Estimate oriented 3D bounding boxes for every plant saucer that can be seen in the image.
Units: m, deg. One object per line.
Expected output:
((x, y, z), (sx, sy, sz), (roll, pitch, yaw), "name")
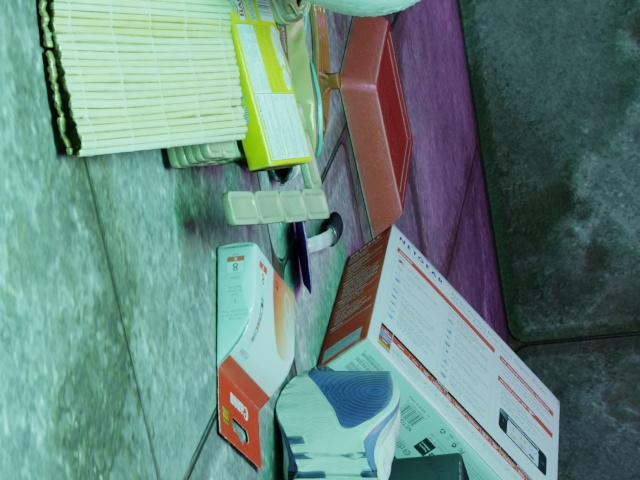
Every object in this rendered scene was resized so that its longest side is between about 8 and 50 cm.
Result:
((0.084, -0.172, 2.473), (0.259, 0.048, 0.258), (-77, 157, -56), "plant saucer")

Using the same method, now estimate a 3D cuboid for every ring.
((-0.021, -0.272, 2.060), (0.336, 0.032, 0.336), (-6, 90, -78), "ring")

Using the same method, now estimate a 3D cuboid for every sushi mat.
((-0.131, -0.146, 1.370), (0.316, 0.019, 0.151), (-15, 98, -70), "sushi mat")

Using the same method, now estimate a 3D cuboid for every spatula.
((0.000, 0.000, 2.013), (0.296, 0.030, 0.084), (-39, 123, -77), "spatula")

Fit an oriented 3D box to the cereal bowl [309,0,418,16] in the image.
((-0.041, -0.314, 1.523), (0.339, 0.141, 0.339), (40, 19, -17), "cereal bowl")

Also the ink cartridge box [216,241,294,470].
((-0.058, 0.109, 1.648), (0.145, 0.045, 0.179), (57, 26, -64), "ink cartridge box")

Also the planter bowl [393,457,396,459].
((0.114, 0.311, 2.195), (0.162, 0.109, 0.162), (-10, 90, -79), "planter bowl")

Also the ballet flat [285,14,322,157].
((-0.045, -0.191, 1.817), (0.080, 0.073, 0.232), (143, -56, -67), "ballet flat")

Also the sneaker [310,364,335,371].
((0.013, 0.206, 1.920), (0.058, 0.052, 0.135), (60, 27, -72), "sneaker")

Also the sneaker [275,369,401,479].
((0.014, 0.276, 1.765), (0.315, 0.127, 0.182), (-85, 177, -60), "sneaker")

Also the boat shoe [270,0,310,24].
((-0.030, -0.246, 1.702), (0.153, 0.048, 0.056), (38, 47, -71), "boat shoe")

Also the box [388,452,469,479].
((0.084, 0.381, 1.883), (0.143, 0.165, 0.270), (70, 18, -47), "box")

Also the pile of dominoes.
((-0.074, -0.106, 1.593), (0.251, 0.040, 0.196), (-5, 80, -70), "pile of dominoes")

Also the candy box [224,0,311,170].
((-0.061, -0.164, 1.568), (0.105, 0.027, 0.206), (-12, 86, -67), "candy box")

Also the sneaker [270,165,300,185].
((-0.041, -0.105, 1.853), (0.069, 0.038, 0.098), (-62, 143, -71), "sneaker")

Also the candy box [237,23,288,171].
((-0.067, -0.169, 1.726), (0.109, 0.053, 0.186), (32, 54, -72), "candy box")

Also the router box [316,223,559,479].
((0.153, 0.181, 2.126), (0.335, 0.082, 0.301), (47, 23, -13), "router box")
